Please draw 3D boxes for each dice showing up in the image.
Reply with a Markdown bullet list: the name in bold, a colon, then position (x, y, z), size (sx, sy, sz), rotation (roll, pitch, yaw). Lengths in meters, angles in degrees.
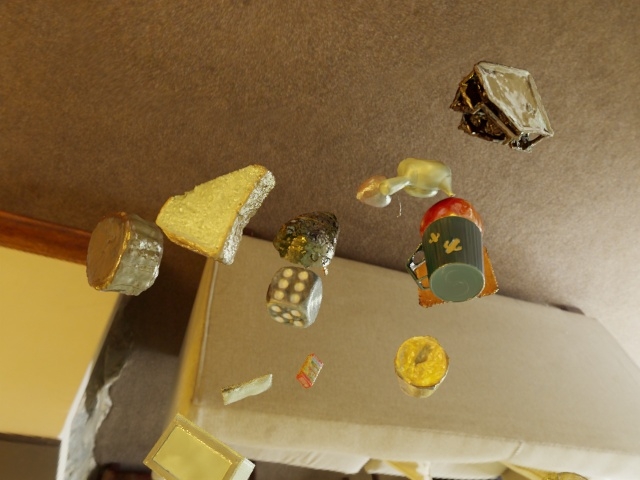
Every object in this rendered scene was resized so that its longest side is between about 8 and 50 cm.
- **dice**: position (-0.099, 0.220, 1.619), size (0.181, 0.182, 0.183), rotation (9, 141, 14)

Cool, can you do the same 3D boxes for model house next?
- **model house**: position (0.622, -0.455, 1.545), size (0.316, 0.298, 0.282), rotation (-1, 172, -19)

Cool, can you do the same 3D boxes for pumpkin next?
- **pumpkin**: position (0.004, -0.003, 1.283), size (0.278, 0.163, 0.111), rotation (-4, 130, -41)

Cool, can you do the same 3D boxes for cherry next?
- **cherry**: position (0.221, -0.164, 1.642), size (0.148, 0.115, 0.188), rotation (-26, 131, -18)

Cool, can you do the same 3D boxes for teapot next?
- **teapot**: position (0.353, -0.243, 1.617), size (0.317, 0.220, 0.149), rotation (2, 104, -15)

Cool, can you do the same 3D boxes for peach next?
- **peach**: position (0.489, -0.038, 1.567), size (0.243, 0.199, 0.244), rotation (-1, 94, -9)

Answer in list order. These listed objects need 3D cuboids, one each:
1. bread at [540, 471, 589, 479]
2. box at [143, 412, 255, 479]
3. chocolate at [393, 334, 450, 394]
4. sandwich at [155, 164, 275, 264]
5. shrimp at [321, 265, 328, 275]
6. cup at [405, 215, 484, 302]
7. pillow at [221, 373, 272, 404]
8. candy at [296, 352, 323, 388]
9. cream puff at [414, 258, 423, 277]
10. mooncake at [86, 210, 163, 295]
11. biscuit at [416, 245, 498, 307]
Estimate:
- **bread**: position (0.379, 0.523, 0.639), size (0.286, 0.207, 0.056), rotation (-36, 161, -19)
- **box**: position (-0.292, 0.535, 1.002), size (0.224, 0.130, 0.086), rotation (18, 147, 26)
- **chocolate**: position (0.323, 0.457, 1.387), size (0.161, 0.162, 0.446), rotation (-12, 149, 3)
- **sandwich**: position (-0.289, -0.099, 1.140), size (0.289, 0.254, 0.099), rotation (-61, 154, -9)
- **shrimp**: position (-0.003, 0.044, 1.806), size (0.052, 0.133, 0.236), rotation (-10, 100, 10)
- **cup**: position (0.269, 0.050, 0.902), size (0.176, 0.155, 0.131), rotation (-27, 116, 27)
- **pillow**: position (-0.317, 0.649, 1.820), size (0.229, 0.050, 0.148), rotation (-12, 145, -21)
- **candy**: position (-0.040, 0.493, 1.578), size (0.038, 0.122, 0.062), rotation (-33, 101, 34)
- **cream puff**: position (0.529, 0.147, 1.965), size (0.189, 0.189, 0.130), rotation (-37, 91, 20)
- **mooncake**: position (-0.758, 0.051, 1.627), size (0.324, 0.324, 0.187), rotation (-38, 144, 21)
- **biscuit**: position (0.415, 0.106, 1.299), size (0.231, 0.237, 0.013), rotation (-15, 121, 19)
